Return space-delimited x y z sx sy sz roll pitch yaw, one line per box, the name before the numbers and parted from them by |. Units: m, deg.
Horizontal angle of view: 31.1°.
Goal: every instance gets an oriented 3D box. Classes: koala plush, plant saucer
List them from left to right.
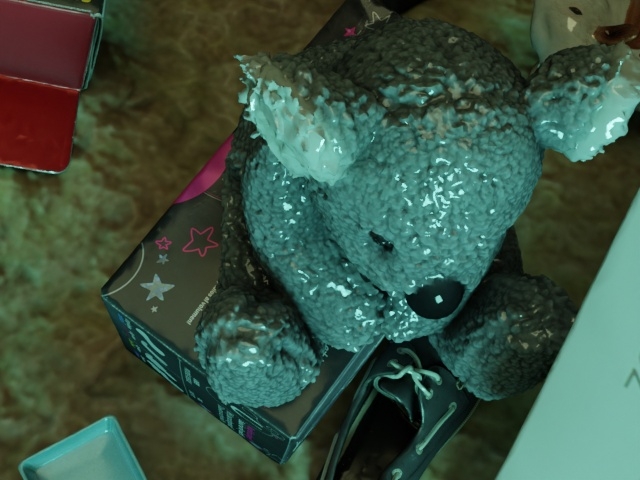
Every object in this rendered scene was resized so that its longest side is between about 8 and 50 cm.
plant saucer | -0.113 0.203 0.694 0.067 0.018 0.192 -27 72 -12
koala plush | 0.036 -0.034 0.541 0.196 0.221 0.203 -2 76 -7

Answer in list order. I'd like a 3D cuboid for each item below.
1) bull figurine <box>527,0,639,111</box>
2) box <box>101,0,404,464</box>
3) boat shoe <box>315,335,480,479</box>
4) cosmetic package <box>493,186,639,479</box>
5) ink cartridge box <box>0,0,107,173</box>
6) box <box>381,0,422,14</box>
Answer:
bull figurine | 0.295 -0.140 0.815 0.310 0.101 0.188 26 66 2
box | 0.000 0.000 0.731 0.142 0.163 0.247 37 75 7
boat shoe | 0.060 0.105 0.747 0.075 0.065 0.206 31 73 9
cosmetic package | 0.357 0.056 0.534 0.394 0.329 0.327 31 30 22
ink cartridge box | -0.296 -0.211 0.779 0.310 0.130 0.271 8 72 -14
box | 0.141 -0.364 0.763 0.313 0.343 0.179 -31 75 -10
